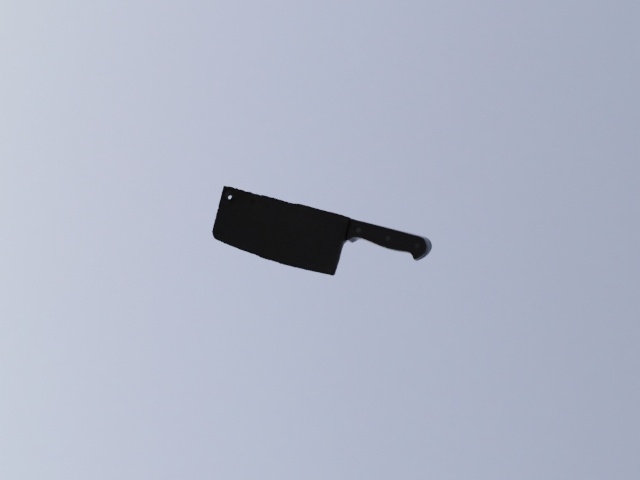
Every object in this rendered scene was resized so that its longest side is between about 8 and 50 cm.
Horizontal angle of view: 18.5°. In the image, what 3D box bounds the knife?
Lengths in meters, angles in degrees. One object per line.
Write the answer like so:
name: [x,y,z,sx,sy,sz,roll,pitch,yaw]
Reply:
knife: [0.000,0.000,2.189,0.019,0.245,0.072,20,83,-79]
